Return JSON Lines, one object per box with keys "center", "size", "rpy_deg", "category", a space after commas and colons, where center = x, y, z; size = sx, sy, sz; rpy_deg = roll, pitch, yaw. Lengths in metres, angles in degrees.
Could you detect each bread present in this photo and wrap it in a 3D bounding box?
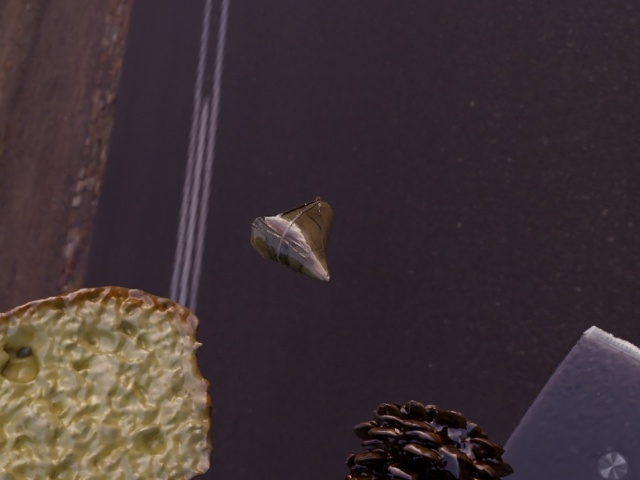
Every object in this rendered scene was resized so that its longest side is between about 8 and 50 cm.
{"center": [-0.252, 0.162, 0.706], "size": [0.194, 0.340, 0.179], "rpy_deg": [64, 151, 9], "category": "bread"}

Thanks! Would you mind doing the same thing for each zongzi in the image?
{"center": [0.000, 0.000, 0.696], "size": [0.083, 0.076, 0.040], "rpy_deg": [26, 125, 35], "category": "zongzi"}

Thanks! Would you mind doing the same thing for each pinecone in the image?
{"center": [0.091, 0.230, 0.851], "size": [0.174, 0.174, 0.173], "rpy_deg": [-37, 46, 50], "category": "pinecone"}

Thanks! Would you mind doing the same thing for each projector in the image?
{"center": [0.520, 0.414, 1.531], "size": [0.395, 0.242, 0.405], "rpy_deg": [28, 80, 42], "category": "projector"}
